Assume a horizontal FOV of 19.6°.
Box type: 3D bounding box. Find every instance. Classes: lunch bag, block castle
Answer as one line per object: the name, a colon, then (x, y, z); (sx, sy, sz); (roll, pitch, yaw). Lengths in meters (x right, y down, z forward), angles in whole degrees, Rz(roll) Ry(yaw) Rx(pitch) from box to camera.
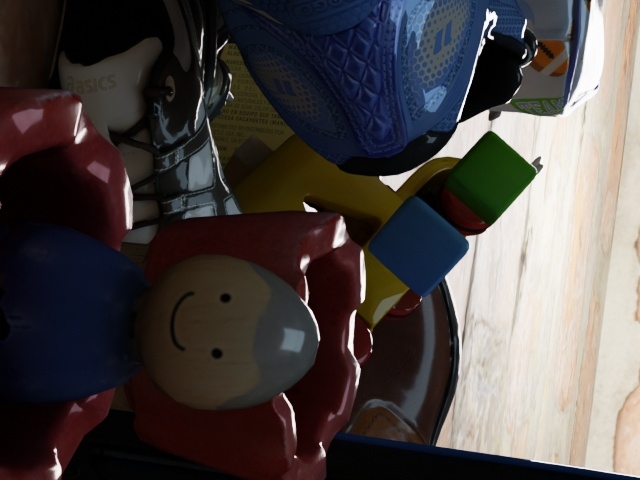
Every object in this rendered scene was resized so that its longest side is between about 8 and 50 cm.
lunch bag: (0.159, -0.236, 1.381); (0.243, 0.115, 0.303); (-38, 132, -72)
block castle: (-0.096, 0.198, 0.451); (0.303, 0.212, 0.453); (24, 73, -74)

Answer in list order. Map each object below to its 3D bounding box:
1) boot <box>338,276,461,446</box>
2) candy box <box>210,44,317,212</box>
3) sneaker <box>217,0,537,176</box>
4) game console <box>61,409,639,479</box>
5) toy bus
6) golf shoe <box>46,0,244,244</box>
boot: (-0.028, 0.108, 0.965); (0.280, 0.096, 0.264); (-9, 108, -63)
candy box: (-0.010, -0.087, 0.942); (0.109, 0.053, 0.187); (60, 41, -64)
sneaker: (0.011, -0.119, 0.754); (0.330, 0.129, 0.147); (-78, 151, -64)
game console: (0.008, 0.201, 0.674); (0.250, 0.293, 0.173); (74, 27, -52)
toy bus: (-0.005, 0.004, 0.809); (0.191, 0.104, 0.202); (-48, 177, 9)
golf shoe: (-0.072, -0.025, 0.692); (0.094, 0.077, 0.198); (42, 37, -63)
